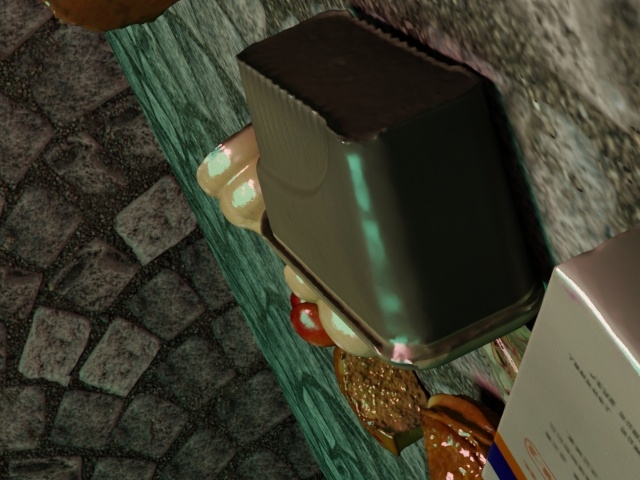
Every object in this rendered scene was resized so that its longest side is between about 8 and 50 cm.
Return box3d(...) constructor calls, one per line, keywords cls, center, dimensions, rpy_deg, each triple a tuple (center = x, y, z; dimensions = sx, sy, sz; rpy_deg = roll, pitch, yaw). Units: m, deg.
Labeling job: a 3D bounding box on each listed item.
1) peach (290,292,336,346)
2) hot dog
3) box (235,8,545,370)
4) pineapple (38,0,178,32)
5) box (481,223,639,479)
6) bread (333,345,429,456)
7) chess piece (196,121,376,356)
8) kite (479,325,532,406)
box3d(cls="peach", center=(0.007, 0.090, 1.472), dimensions=(0.100, 0.101, 0.101), rpy_deg=(58, 170, 16))
box3d(cls="hot dog", center=(0.164, 0.267, 1.083), dimensions=(0.175, 0.114, 0.259), rpy_deg=(57, -155, -68))
box3d(cls="box", center=(0.038, -0.051, 0.837), dimensions=(0.274, 0.138, 0.178), rpy_deg=(42, 153, 56))
box3d(cls="pineapple", center=(-0.220, -0.353, 1.132), dimensions=(0.362, 0.202, 0.202), rpy_deg=(-114, 3, -48))
box3d(cls="box", center=(0.187, 0.130, 0.564), dimensions=(0.200, 0.106, 0.299), rpy_deg=(57, 165, 24))
box3d(cls="bread", center=(0.074, 0.188, 1.425), dimensions=(0.156, 0.086, 0.125), rpy_deg=(58, 171, 19))
box3d(cls="chess piece", center=(0.000, 0.000, 1.168), dimensions=(0.261, 0.143, 0.143), rpy_deg=(55, 170, 7))
box3d(cls="kite", center=(0.161, 0.105, 0.945), dimensions=(0.267, 0.013, 0.323), rpy_deg=(60, 175, 23))
